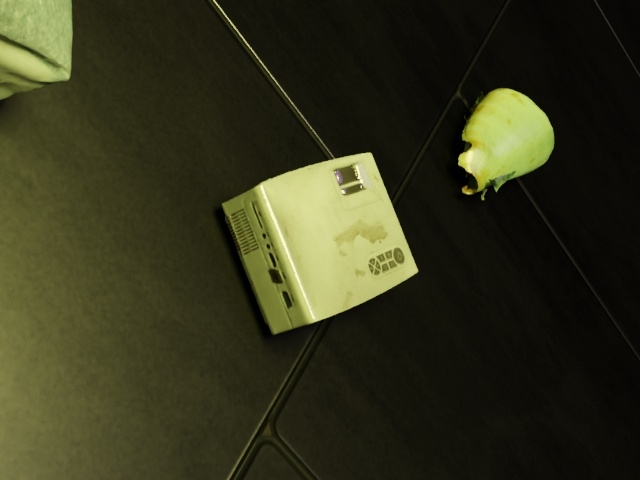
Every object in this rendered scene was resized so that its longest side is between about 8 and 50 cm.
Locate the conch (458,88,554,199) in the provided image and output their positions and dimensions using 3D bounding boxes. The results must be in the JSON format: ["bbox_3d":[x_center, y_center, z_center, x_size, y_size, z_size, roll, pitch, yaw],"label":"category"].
[{"bbox_3d":[0.190,-0.110,0.969,0.106,0.079,0.170,52,48,4],"label":"conch"}]

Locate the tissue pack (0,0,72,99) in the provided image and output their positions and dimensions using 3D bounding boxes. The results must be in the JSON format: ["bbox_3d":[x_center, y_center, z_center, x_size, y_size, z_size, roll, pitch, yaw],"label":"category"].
[{"bbox_3d":[-0.235,-0.257,0.487,0.228,0.103,0.316,35,45,-66],"label":"tissue pack"}]

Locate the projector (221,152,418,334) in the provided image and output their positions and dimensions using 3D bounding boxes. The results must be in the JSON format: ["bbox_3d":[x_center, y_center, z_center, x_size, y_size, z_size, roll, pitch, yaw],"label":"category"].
[{"bbox_3d":[0.000,0.000,0.716,0.147,0.061,0.115,-21,90,-50],"label":"projector"}]
